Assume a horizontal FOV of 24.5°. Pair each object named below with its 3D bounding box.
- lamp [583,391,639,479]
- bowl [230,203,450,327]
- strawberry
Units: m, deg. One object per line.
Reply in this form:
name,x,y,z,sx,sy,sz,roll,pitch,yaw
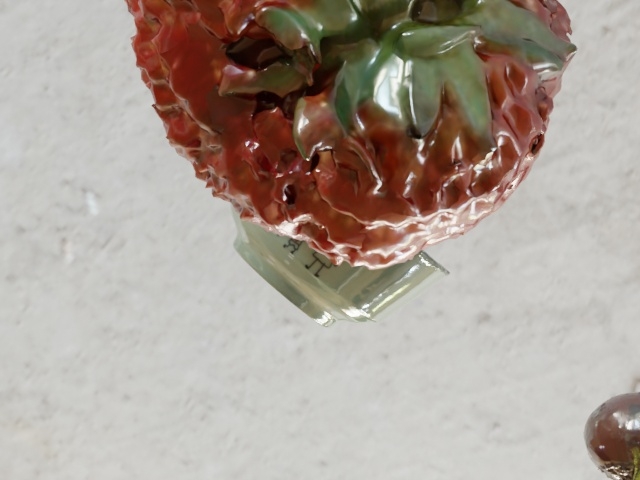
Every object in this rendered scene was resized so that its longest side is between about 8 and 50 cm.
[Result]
lamp,0.388,0.248,1.741,0.156,0.135,0.157,-8,163,36
bowl,0.000,0.000,1.302,0.211,0.211,0.112,41,91,-8
strawberry,0.001,-0.128,1.039,0.312,0.267,0.351,44,166,-2
